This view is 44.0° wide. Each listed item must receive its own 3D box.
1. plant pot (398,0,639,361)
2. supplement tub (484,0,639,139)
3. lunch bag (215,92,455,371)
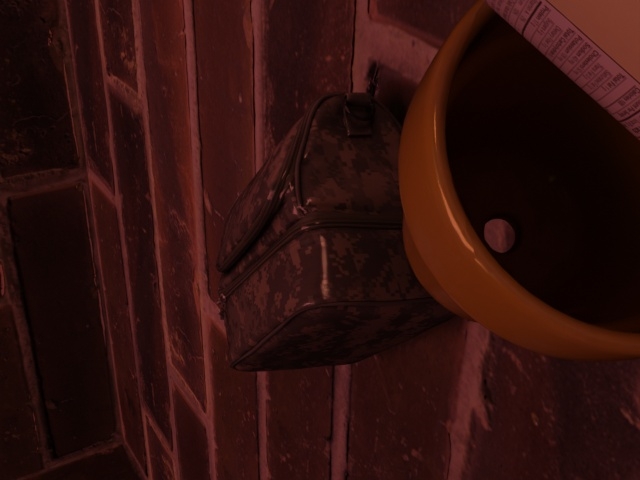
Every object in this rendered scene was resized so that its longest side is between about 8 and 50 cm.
[{"bbox_3d":[0.168,-0.032,0.580,0.239,0.254,0.254,120,129,-74],"label":"plant pot"},{"bbox_3d":[0.190,-0.177,0.371,0.325,0.235,0.235,43,146,6],"label":"supplement tub"},{"bbox_3d":[0.000,0.000,0.928,0.305,0.213,0.256,137,130,-58],"label":"lunch bag"}]
